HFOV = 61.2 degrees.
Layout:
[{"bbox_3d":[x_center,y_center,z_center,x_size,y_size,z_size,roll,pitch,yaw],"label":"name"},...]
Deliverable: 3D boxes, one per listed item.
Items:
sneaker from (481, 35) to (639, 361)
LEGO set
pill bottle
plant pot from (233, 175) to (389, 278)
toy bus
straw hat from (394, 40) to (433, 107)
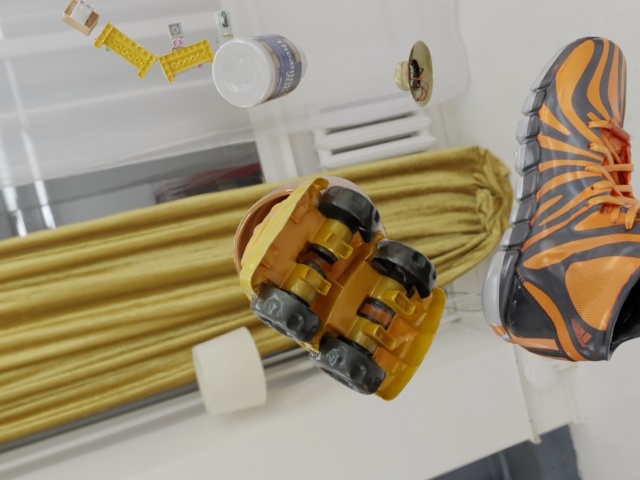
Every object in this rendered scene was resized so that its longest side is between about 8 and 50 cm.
[{"bbox_3d":[0.270,-0.043,0.491,0.180,0.125,0.321,7,84,66],"label":"sneaker"},{"bbox_3d":[-0.300,-0.347,0.971,0.107,0.287,0.132,-146,54,-69],"label":"LEGO set"},{"bbox_3d":[-0.057,-0.183,0.574,0.120,0.067,0.067,-49,-47,-60],"label":"pill bottle"},{"bbox_3d":[0.000,0.000,1.065,0.203,0.291,0.290,-64,-31,-62],"label":"plant pot"},{"bbox_3d":[-0.009,0.046,0.588,0.220,0.149,0.211,43,160,-29],"label":"toy bus"},{"bbox_3d":[0.199,-0.369,1.214,0.061,0.144,0.144,7,116,35],"label":"straw hat"}]
